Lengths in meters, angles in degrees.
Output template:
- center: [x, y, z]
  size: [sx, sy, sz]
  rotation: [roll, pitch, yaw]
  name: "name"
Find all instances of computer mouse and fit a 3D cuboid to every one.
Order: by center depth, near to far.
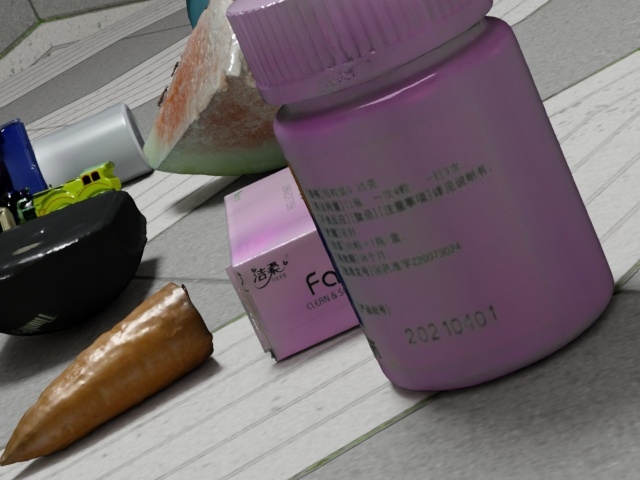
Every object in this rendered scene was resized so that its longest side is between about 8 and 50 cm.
- center: [-0.258, 0.032, 1.784]
  size: [0.170, 0.100, 0.269]
  rotation: [-18, 11, 6]
  name: "computer mouse"

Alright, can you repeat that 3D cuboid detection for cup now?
- center: [-0.295, -0.115, 2.349]
  size: [0.133, 0.099, 0.136]
  rotation: [-24, 16, 4]
  name: "cup"

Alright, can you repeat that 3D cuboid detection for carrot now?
- center: [-0.175, 0.119, 1.450]
  size: [0.205, 0.072, 0.072]
  rotation: [-39, 19, -21]
  name: "carrot"

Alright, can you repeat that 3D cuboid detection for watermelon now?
- center: [-0.061, -0.183, 2.034]
  size: [0.310, 0.232, 0.193]
  rotation: [-7, 52, 4]
  name: "watermelon"

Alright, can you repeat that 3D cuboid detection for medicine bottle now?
- center: [0.069, -0.060, 1.227]
  size: [0.178, 0.291, 0.178]
  rotation: [-24, 14, 6]
  name: "medicine bottle"

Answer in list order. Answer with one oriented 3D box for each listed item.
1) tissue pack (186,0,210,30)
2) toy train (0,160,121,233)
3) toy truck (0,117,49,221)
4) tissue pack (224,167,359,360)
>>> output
- center: [-0.095, -0.325, 2.571]
  size: [0.206, 0.198, 0.287]
  rotation: [-23, 17, -1]
  name: "tissue pack"
- center: [-0.347, -0.015, 2.124]
  size: [0.249, 0.085, 0.053]
  rotation: [-22, -2, 8]
  name: "toy train"
- center: [-0.472, -0.076, 2.440]
  size: [0.213, 0.161, 0.177]
  rotation: [-21, -4, 13]
  name: "toy truck"
- center: [0.000, 0.000, 1.511]
  size: [0.148, 0.092, 0.246]
  rotation: [-25, 15, 2]
  name: "tissue pack"
